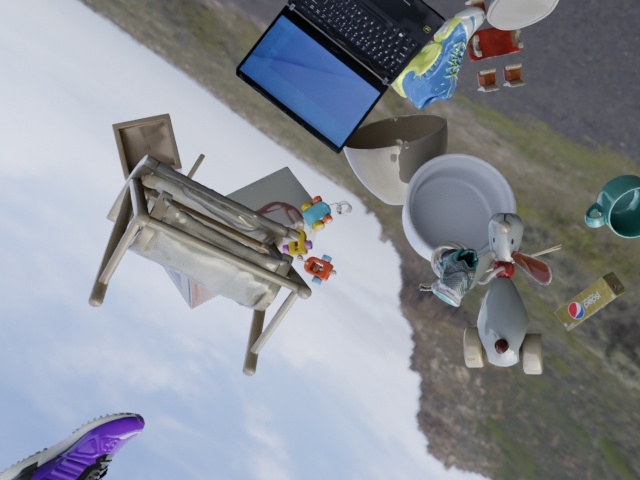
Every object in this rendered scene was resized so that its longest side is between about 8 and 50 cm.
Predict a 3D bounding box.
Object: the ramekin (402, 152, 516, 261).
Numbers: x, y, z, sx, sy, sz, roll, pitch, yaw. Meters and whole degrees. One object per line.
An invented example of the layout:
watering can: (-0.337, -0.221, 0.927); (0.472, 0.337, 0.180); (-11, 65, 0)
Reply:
ramekin: (0.335, -0.067, 2.131); (0.277, 0.277, 0.135); (37, 166, 3)

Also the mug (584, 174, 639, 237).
mug: (0.682, -0.086, 1.928); (0.158, 0.129, 0.097); (12, -154, -14)

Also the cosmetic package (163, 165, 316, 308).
cosmetic package: (-0.161, -0.006, 1.696); (0.129, 0.296, 0.153); (52, 158, 22)

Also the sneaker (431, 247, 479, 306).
sneaker: (0.221, 0.042, 1.332); (0.065, 0.076, 0.166); (32, -158, -4)

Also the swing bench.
swing bench: (-0.167, 0.015, 1.209); (0.253, 0.165, 0.254); (26, -156, -20)

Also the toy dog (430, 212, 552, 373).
toy dog: (0.355, 0.112, 1.691); (0.161, 0.220, 0.333); (31, -140, -74)

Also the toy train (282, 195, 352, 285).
toy train: (0.000, 0.000, 1.624); (0.125, 0.166, 0.046); (17, 171, 25)

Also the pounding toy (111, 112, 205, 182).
pounding toy: (-0.348, -0.168, 1.896); (0.094, 0.181, 0.206); (158, 98, -80)

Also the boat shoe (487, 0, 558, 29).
boat shoe: (0.471, -0.557, 1.767); (0.112, 0.095, 0.335); (29, 150, -13)

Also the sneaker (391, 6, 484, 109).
sneaker: (0.263, -0.364, 1.756); (0.126, 0.240, 0.091); (56, -153, 11)

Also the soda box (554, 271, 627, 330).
soda box: (0.683, 0.154, 2.162); (0.058, 0.181, 0.061); (-18, -112, -42)

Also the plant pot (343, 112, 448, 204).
plant pot: (0.216, -0.207, 2.297); (0.284, 0.284, 0.191); (-134, 27, -66)

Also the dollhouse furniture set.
dollhouse furniture set: (0.443, -0.556, 2.444); (0.135, 0.259, 0.262); (-104, 3, -79)

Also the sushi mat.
sushi mat: (0.387, 0.060, 1.963); (0.151, 0.316, 0.019); (165, 87, -77)

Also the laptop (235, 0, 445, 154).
laptop: (0.028, -0.325, 1.429); (0.234, 0.264, 0.136); (37, -134, -7)

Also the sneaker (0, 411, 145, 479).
sneaker: (-0.448, 0.441, 1.613); (0.146, 0.293, 0.102); (60, 177, 20)
